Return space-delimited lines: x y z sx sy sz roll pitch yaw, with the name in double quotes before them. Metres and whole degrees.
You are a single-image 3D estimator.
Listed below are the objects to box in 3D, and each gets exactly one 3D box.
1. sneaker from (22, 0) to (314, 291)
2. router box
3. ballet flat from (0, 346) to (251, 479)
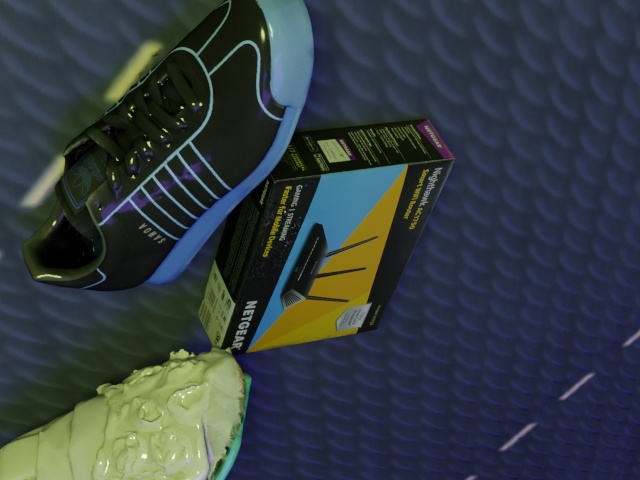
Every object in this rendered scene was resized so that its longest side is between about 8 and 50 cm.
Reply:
"sneaker" -0.089 -0.049 0.729 0.090 0.081 0.232 -5 142 -41
"router box" 0.000 0.000 0.887 0.133 0.046 0.179 -9 142 -26
"ballet flat" -0.193 0.212 0.954 0.147 0.147 0.409 2 140 -36
